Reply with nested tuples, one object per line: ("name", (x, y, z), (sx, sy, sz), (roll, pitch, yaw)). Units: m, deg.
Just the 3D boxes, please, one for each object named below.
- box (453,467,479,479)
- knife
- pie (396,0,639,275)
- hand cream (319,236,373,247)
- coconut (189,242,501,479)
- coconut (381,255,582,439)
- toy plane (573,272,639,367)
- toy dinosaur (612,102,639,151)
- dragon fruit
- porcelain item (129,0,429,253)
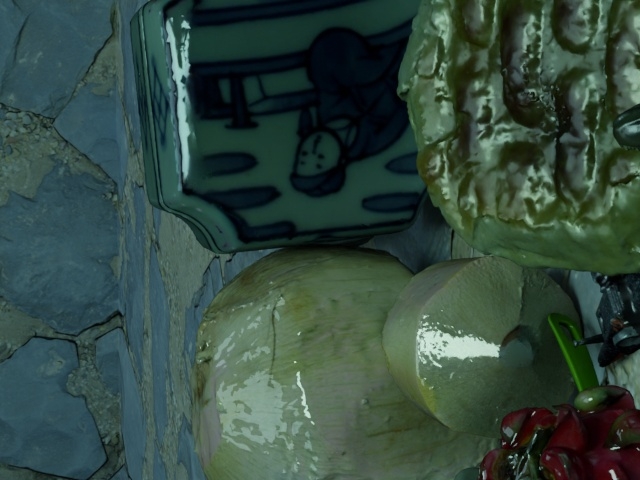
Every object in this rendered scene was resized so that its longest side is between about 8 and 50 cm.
("box", (0.164, 0.236, 1.160), (0.093, 0.172, 0.124), (-91, 10, -45))
("knife", (0.200, 0.126, 1.139), (0.022, 0.078, 0.166), (-33, 52, 38))
("pie", (0.166, -0.114, 1.007), (0.306, 0.071, 0.306), (5, 97, 48))
("hand cream", (0.000, 0.000, 1.671), (0.331, 0.085, 0.058), (-131, 31, -83))
("coconut", (0.004, 0.147, 1.445), (0.297, 0.254, 0.297), (36, 131, 55))
("coconut", (0.132, 0.083, 1.227), (0.152, 0.147, 0.147), (-173, 77, -74))
("toy plane", (0.215, 0.054, 1.080), (0.189, 0.061, 0.130), (115, 144, -60))
("toy dinosaur", (0.238, -0.114, 0.795), (0.179, 0.187, 0.087), (62, 172, -28))
("dragon fruit", (0.200, 0.227, 0.971), (0.218, 0.198, 0.273), (-20, 78, 64))
("porcelain item", (-0.025, -0.136, 1.425), (0.157, 0.281, 0.286), (-176, 82, -72))
